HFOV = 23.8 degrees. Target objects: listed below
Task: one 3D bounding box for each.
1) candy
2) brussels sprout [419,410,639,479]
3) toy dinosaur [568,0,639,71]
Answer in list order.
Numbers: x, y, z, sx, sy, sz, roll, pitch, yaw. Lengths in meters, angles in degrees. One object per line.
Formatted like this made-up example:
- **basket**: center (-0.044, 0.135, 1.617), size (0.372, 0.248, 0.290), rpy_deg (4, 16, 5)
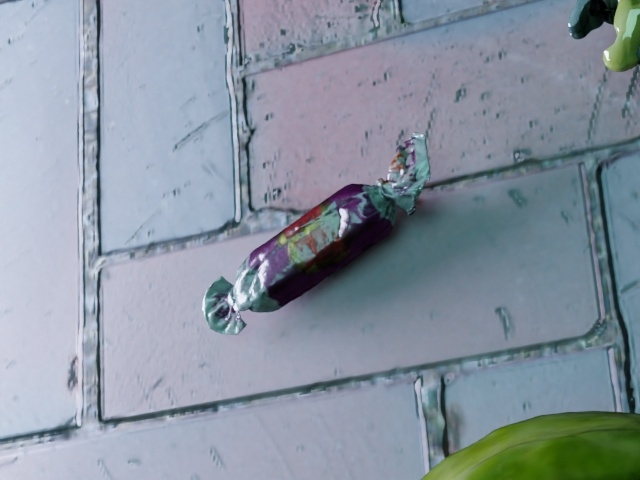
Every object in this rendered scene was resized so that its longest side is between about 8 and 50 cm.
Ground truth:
- **candy**: center (0.000, 0.000, 0.907), size (0.175, 0.043, 0.045), rpy_deg (-34, 63, 14)
- **brussels sprout**: center (0.115, 0.196, 0.693), size (0.271, 0.210, 0.219), rpy_deg (-43, 82, 18)
- **toy dinosaur**: center (0.227, -0.210, 0.856), size (0.259, 0.094, 0.153), rpy_deg (-40, 60, -2)
